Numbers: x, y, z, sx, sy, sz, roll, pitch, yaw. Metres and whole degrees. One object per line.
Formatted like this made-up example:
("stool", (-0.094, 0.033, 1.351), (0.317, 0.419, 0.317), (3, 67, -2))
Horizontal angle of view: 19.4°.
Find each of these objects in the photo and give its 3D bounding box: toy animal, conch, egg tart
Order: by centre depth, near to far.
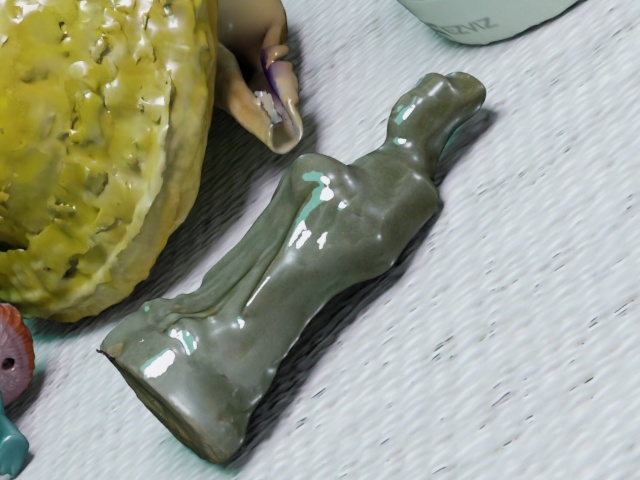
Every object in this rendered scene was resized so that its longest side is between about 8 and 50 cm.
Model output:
("toy animal", (-0.219, 0.064, 1.026), (0.100, 0.103, 0.208), (-64, 29, 4))
("egg tart", (-0.167, -0.097, 1.032), (0.294, 0.123, 0.294), (1, 91, 54))
("conch", (-0.076, -0.109, 1.091), (0.330, 0.109, 0.093), (54, 133, 51))

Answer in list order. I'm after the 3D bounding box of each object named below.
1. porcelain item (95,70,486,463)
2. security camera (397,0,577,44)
("porcelain item", (0.000, 0.000, 0.848), (0.215, 0.069, 0.081), (-45, 20, -12))
("security camera", (0.052, -0.236, 0.914), (0.194, 0.236, 0.194), (-37, 26, 22))
